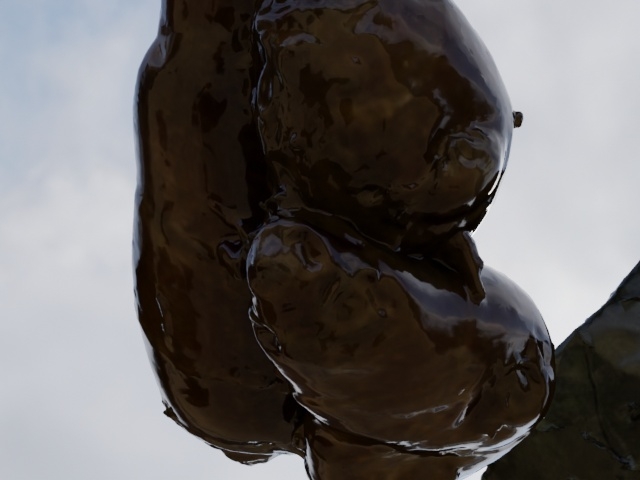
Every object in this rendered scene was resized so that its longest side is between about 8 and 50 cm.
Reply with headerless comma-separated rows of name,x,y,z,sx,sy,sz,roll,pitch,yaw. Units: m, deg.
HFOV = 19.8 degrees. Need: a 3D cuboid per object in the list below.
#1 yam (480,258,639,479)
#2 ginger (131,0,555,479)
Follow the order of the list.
yam,0.196,0.088,0.625,0.254,0.154,0.154,24,-33,18
ginger,0.000,0.000,0.394,0.103,0.073,0.162,31,-39,38
